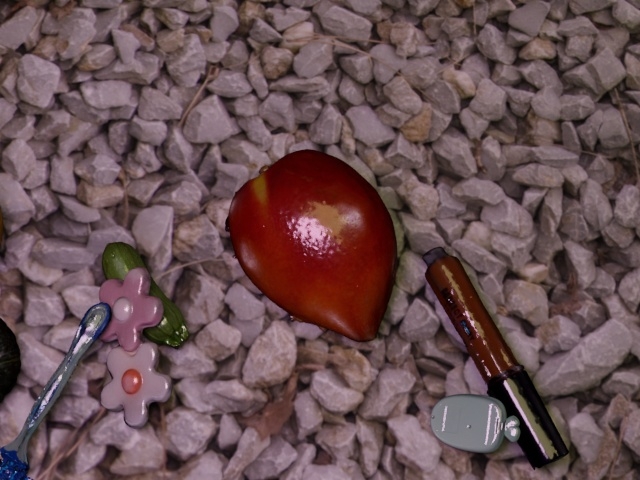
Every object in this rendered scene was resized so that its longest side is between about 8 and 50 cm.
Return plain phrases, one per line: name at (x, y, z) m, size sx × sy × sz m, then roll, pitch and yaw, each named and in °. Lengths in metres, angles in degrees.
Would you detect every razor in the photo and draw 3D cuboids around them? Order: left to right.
razor at (-0.421, 0.240, 1.754) m, size 0.093 × 0.056 × 0.324 m, roll 28°, pitch 82°, yaw 4°

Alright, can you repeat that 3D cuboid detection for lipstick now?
lipstick at (0.291, 0.194, 1.898) m, size 0.077 × 0.077 × 0.418 m, roll -23°, pitch 70°, yaw -16°

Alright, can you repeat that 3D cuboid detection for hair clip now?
hair clip at (-0.303, 0.175, 1.803) m, size 0.075 × 0.146 × 0.257 m, roll -4°, pitch 82°, yaw -55°

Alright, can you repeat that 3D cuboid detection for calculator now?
calculator at (0.257, 0.304, 1.843) m, size 0.153 × 0.021 × 0.095 m, roll 5°, pitch 79°, yaw 24°

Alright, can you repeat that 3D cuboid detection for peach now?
peach at (0.000, 0.000, 1.876) m, size 0.257 × 0.201 × 0.362 m, roll -27°, pitch 73°, yaw -18°

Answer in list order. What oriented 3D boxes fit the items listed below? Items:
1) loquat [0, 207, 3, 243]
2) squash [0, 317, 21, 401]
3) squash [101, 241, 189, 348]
loquat at (-0.632, -0.028, 1.797) m, size 0.243 × 0.244 × 0.244 m, roll 3°, pitch 66°, yaw -6°
squash at (-0.573, 0.195, 1.747) m, size 0.193 × 0.156 × 0.193 m, roll 11°, pitch 67°, yaw -26°
squash at (-0.300, 0.094, 1.869) m, size 0.077 × 0.068 × 0.219 m, roll -36°, pitch 76°, yaw -18°
